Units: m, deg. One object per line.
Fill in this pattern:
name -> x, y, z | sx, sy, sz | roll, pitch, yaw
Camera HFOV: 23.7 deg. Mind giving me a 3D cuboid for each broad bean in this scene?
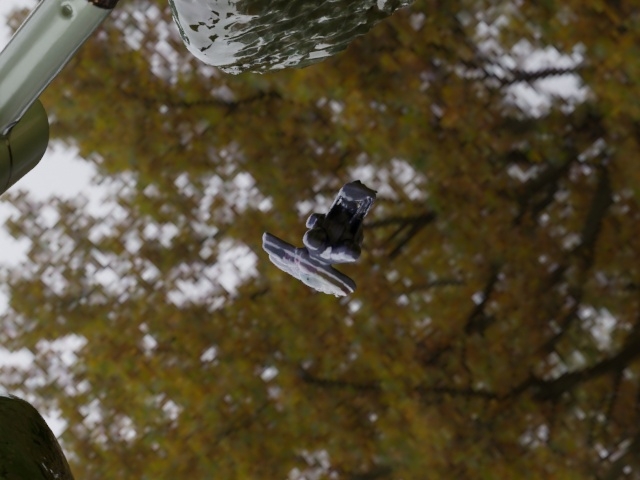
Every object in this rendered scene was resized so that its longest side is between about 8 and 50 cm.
broad bean -> -0.295, 0.274, 1.503 | 0.291, 0.119, 0.238 | -123, 13, -60

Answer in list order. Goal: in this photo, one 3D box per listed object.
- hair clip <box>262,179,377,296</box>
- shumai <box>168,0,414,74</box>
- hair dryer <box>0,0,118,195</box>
hair clip -> -0.004, 0.011, 1.924 | 0.137, 0.278, 0.090 | 24, -115, -4
shumai -> -0.019, -0.341, 1.073 | 0.324, 0.397, 0.323 | -22, -114, -38
hair dryer -> -0.305, -0.165, 1.542 | 0.128, 0.362, 0.203 | 44, -153, -4
